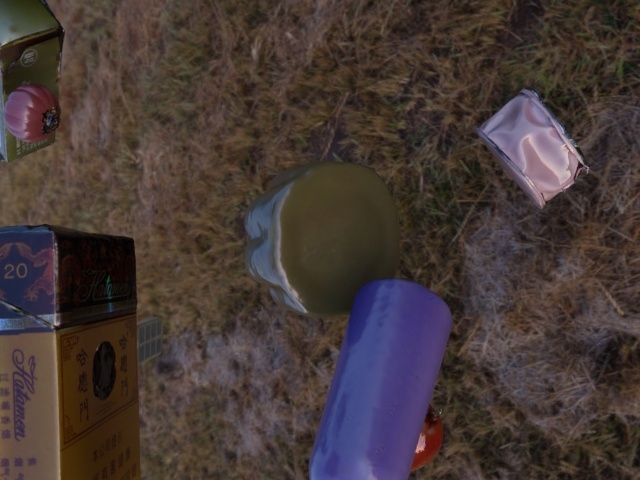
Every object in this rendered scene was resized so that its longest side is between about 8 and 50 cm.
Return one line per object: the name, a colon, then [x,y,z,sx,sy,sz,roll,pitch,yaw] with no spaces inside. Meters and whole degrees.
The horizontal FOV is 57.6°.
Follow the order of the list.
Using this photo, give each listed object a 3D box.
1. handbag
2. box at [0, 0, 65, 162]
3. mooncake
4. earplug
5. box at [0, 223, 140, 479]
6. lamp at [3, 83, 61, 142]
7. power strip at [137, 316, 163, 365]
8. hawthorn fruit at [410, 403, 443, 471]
handbag: [0.370,-0.163,1.021,0.116,0.179,0.205,-38,50,14]
box: [-0.706,-0.423,1.209,0.373,0.138,0.420,52,146,3]
mooncake: [0.000,0.000,1.378,0.200,0.378,0.379,-1,92,58]
earplug: [0.108,0.302,1.111,0.215,0.215,0.456,-41,18,47]
box: [-0.353,0.192,0.814,0.264,0.115,0.416,32,-123,-85]
lamp: [-0.521,-0.231,1.057,0.092,0.107,0.108,19,114,5]
power strip: [-0.348,0.197,1.130,0.227,0.029,0.080,31,-119,-88]
hawthorn fruit: [0.230,0.482,1.493,0.225,0.196,0.197,-42,58,29]
